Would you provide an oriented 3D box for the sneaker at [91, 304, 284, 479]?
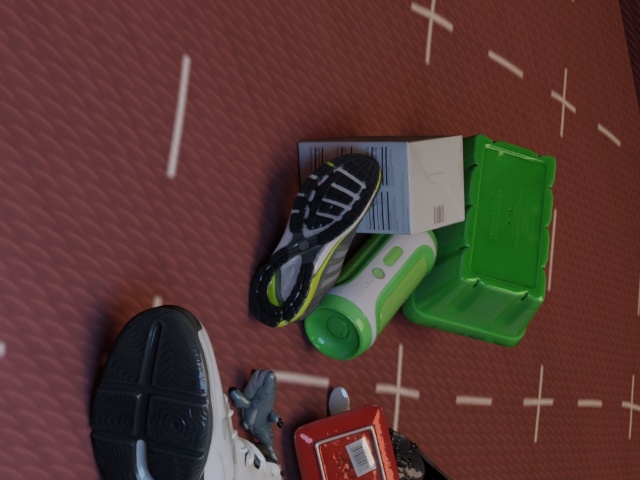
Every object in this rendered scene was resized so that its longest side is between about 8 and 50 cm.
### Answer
[{"bbox_3d":[-0.167,0.272,1.619,0.257,0.169,0.447,-35,129,-62],"label":"sneaker"}]

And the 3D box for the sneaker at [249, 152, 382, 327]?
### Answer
[{"bbox_3d":[0.000,0.000,1.842,0.300,0.111,0.121,-56,161,3],"label":"sneaker"}]

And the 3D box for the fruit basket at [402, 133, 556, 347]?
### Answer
[{"bbox_3d":[0.293,0.019,2.269,0.283,0.392,0.392,16,75,-14],"label":"fruit basket"}]

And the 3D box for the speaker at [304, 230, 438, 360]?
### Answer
[{"bbox_3d":[0.089,0.075,2.008,0.296,0.131,0.131,-46,129,-46],"label":"speaker"}]

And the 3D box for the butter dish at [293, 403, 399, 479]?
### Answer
[{"bbox_3d":[0.032,0.354,1.951,0.160,0.118,0.160,-15,94,-16],"label":"butter dish"}]

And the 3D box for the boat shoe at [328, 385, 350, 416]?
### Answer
[{"bbox_3d":[0.035,0.294,2.026,0.035,0.035,0.100,-57,140,-81],"label":"boat shoe"}]

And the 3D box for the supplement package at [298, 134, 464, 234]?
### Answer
[{"bbox_3d":[0.101,-0.094,1.945,0.194,0.203,0.149,-13,103,-56],"label":"supplement package"}]

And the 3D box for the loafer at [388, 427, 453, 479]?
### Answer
[{"bbox_3d":[0.167,0.414,2.177,0.302,0.095,0.109,45,55,-50],"label":"loafer"}]

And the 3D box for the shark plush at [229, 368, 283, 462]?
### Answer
[{"bbox_3d":[-0.087,0.268,1.793,0.073,0.067,0.161,-14,104,-57],"label":"shark plush"}]
